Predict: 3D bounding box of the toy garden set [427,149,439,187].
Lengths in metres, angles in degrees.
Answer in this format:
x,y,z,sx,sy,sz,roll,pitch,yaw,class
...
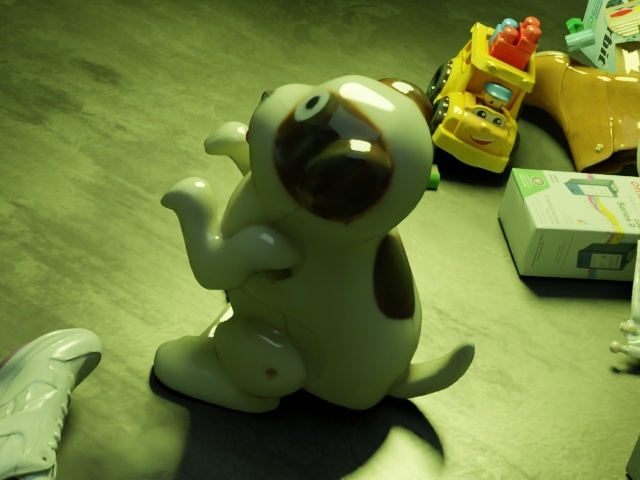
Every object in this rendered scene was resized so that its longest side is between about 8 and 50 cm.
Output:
x,y,z,sx,sy,sz,roll,pitch,yaw,class
0.077,-0.180,2.122,0.204,0.049,0.244,5,37,-8,toy garden set

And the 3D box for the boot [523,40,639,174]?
x,y,z,sx,sy,sz,roll,pitch,yaw,class
0.409,-0.201,2.186,0.295,0.104,0.211,-10,63,28,boot

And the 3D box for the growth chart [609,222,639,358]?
x,y,z,sx,sy,sz,roll,pitch,yaw,class
0.494,0.077,1.832,0.172,0.021,0.237,21,59,-3,growth chart

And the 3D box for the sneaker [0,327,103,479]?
x,y,z,sx,sy,sz,roll,pitch,yaw,class
-0.326,0.215,1.468,0.152,0.114,0.305,36,46,10,sneaker

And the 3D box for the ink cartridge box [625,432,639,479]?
x,y,z,sx,sy,sz,roll,pitch,yaw,class
0.484,0.229,1.597,0.203,0.148,0.086,-9,40,-25,ink cartridge box

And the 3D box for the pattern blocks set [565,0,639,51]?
x,y,z,sx,sy,sz,roll,pitch,yaw,class
0.559,-0.378,2.196,0.325,0.026,0.285,-12,19,21,pattern blocks set

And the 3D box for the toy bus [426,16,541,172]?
x,y,z,sx,sy,sz,roll,pitch,yaw,class
0.274,-0.245,2.106,0.149,0.211,0.220,25,37,-11,toy bus

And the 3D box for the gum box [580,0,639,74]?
x,y,z,sx,sy,sz,roll,pitch,yaw,class
0.536,-0.371,2.404,0.041,0.157,0.184,-7,40,-21,gum box

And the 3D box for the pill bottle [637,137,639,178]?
x,y,z,sx,sy,sz,roll,pitch,yaw,class
0.646,-0.094,1.902,0.224,0.224,0.392,-4,16,-20,pill bottle

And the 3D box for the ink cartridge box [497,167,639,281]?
x,y,z,sx,sy,sz,roll,pitch,yaw,class
0.384,-0.023,1.955,0.212,0.093,0.154,5,36,-12,ink cartridge box

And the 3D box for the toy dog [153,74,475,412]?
x,y,z,sx,sy,sz,roll,pitch,yaw,class
0.000,0.000,1.561,0.395,0.408,0.284,27,40,21,toy dog
